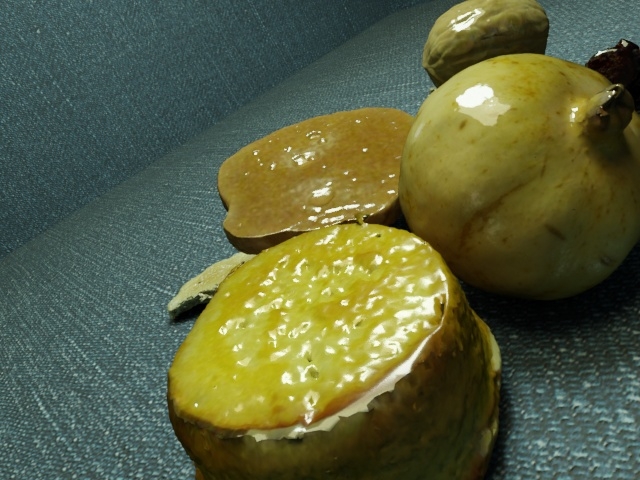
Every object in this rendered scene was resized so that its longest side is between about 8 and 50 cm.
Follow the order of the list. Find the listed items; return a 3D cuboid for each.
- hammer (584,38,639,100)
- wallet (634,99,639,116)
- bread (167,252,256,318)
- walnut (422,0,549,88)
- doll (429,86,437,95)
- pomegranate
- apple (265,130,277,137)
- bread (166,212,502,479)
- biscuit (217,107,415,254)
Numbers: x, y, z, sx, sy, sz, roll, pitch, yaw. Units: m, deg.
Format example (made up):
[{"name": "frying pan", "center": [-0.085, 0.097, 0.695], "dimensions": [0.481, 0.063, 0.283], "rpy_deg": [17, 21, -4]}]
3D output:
[{"name": "hammer", "center": [0.432, -0.286, 1.126], "dimensions": [0.409, 0.095, 0.242], "rpy_deg": [-10, 3, 35]}, {"name": "wallet", "center": [0.504, -0.198, 1.003], "dimensions": [0.406, 0.062, 0.228], "rpy_deg": [-7, 24, 36]}, {"name": "bread", "center": [-0.214, 0.080, 1.186], "dimensions": [0.251, 0.039, 0.181], "rpy_deg": [-22, 21, 24]}, {"name": "walnut", "center": [0.342, -0.403, 1.159], "dimensions": [0.261, 0.224, 0.225], "rpy_deg": [-17, 26, 5]}, {"name": "doll", "center": [0.387, -0.355, 1.338], "dimensions": [0.196, 0.152, 0.256], "rpy_deg": [37, 79, 28]}, {"name": "pomegranate", "center": [0.278, -0.085, 0.719], "dimensions": [0.343, 0.342, 0.342], "rpy_deg": [-22, 26, 11]}, {"name": "apple", "center": [-0.083, -0.200, 1.418], "dimensions": [0.181, 0.181, 0.168], "rpy_deg": [-9, 32, 33]}, {"name": "bread", "center": [0.014, 0.160, 0.639], "dimensions": [0.399, 0.215, 0.398], "rpy_deg": [-18, 31, 11]}, {"name": "biscuit", "center": [0.011, -0.114, 0.973], "dimensions": [0.386, 0.062, 0.365], "rpy_deg": [-16, 38, 0]}]
